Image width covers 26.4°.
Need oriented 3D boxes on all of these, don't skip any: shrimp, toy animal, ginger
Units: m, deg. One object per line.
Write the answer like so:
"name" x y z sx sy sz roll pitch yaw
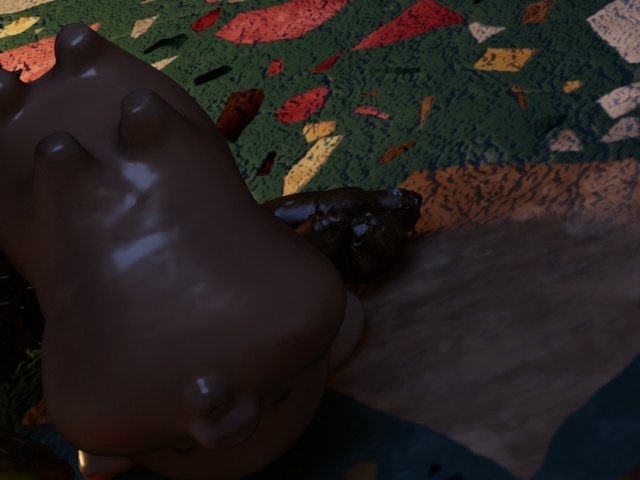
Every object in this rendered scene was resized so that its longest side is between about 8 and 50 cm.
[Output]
"shrimp" -0.237 0.138 0.922 0.132 0.187 0.051 -10 63 11
"toy animal" -0.118 0.015 0.925 0.237 0.269 0.326 -30 43 -4
"ginger" 0.000 0.000 1.058 0.162 0.073 0.103 -16 34 12

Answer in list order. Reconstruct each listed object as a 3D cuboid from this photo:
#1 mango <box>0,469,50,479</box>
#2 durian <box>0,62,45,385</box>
"mango" -0.224 0.218 0.842 0.262 0.130 0.167 -16 28 4
"durian" -0.369 -0.006 1.052 0.384 0.347 0.347 2 25 -21
